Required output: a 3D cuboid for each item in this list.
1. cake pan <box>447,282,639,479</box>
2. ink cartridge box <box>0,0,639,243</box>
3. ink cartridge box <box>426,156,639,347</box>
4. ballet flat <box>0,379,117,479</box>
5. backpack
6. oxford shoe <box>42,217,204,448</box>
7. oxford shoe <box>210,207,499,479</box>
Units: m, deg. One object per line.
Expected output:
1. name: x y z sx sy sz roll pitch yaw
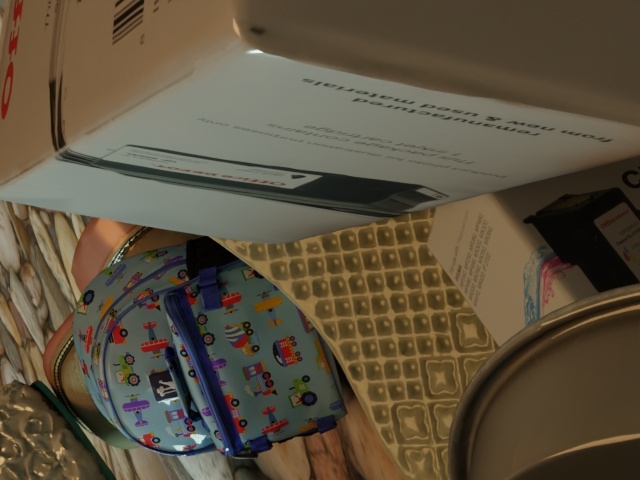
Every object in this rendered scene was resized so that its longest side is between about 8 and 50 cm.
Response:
1. cake pan: 0.177 0.133 0.662 0.293 0.054 0.293 16 140 14
2. ink cartridge box: -0.004 -0.162 0.740 0.395 0.166 0.286 167 112 -68
3. ink cartridge box: 0.143 0.021 0.767 0.175 0.127 0.072 55 155 30
4. ballet flat: -0.174 0.297 1.570 0.409 0.147 0.147 45 153 16
5. backpack: -0.082 0.078 1.293 0.117 0.173 0.158 -112 8 -70
6. oxford shoe: -0.133 0.101 1.529 0.146 0.140 0.397 53 158 19
7. oxford shoe: 0.067 0.018 0.979 0.449 0.130 0.169 45 120 21
